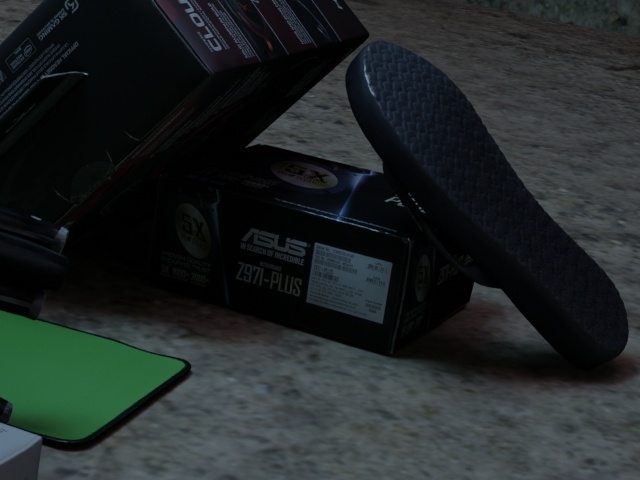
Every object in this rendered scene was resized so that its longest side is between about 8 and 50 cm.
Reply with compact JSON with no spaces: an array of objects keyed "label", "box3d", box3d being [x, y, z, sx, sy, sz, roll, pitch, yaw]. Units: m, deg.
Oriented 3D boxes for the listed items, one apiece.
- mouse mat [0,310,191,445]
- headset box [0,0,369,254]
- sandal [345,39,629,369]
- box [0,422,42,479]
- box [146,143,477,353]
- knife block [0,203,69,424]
[{"label":"mouse mat","box3d":[-0.181,0.066,0.929,0.189,0.007,0.152,15,17,16]},{"label":"headset box","box3d":[-0.123,-0.095,1.117,0.110,0.218,0.293,52,25,4]},{"label":"sandal","box3d":[0.094,-0.011,1.048,0.054,0.254,0.097,-30,20,34]},{"label":"box","box3d":[-0.162,0.114,0.590,0.087,0.101,0.102,15,17,20]},{"label":"box","box3d":[0.000,0.000,1.127,0.180,0.077,0.147,15,17,22]},{"label":"knife block","box3d":[-0.247,-0.016,0.767,0.242,0.276,0.088,-28,25,-16]}]
